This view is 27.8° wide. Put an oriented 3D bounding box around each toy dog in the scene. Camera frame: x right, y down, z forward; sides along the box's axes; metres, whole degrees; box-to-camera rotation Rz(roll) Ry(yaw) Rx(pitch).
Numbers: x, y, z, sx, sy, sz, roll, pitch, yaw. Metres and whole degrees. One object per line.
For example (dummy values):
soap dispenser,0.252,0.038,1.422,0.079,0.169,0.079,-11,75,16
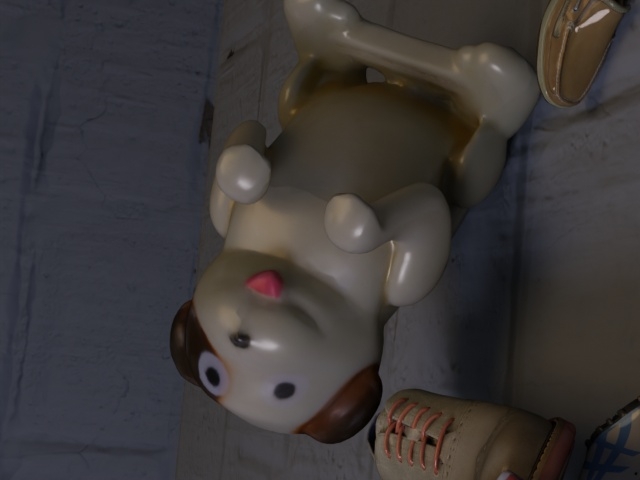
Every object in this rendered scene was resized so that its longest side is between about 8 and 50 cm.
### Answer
toy dog,0.000,0.000,1.348,0.408,0.284,0.395,-61,-8,-22

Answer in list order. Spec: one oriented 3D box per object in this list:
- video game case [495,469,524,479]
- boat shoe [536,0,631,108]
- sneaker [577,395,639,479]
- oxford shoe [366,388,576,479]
video game case,0.137,0.304,0.837,0.204,0.025,0.285,-53,33,5
boat shoe,0.253,-0.215,1.198,0.072,0.068,0.190,22,103,58
sneaker,0.243,0.215,1.053,0.086,0.085,0.237,43,123,34
oxford shoe,0.115,0.201,1.142,0.141,0.146,0.397,-63,1,-14
